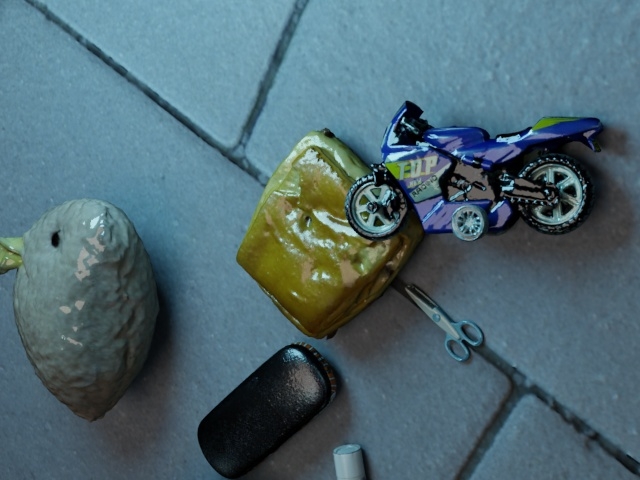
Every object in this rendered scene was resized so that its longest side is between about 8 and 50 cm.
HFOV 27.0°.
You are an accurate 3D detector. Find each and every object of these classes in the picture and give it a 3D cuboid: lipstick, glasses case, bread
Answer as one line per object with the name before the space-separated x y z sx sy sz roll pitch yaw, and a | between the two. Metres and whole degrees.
lipstick | 0.046 0.350 1.812 0.040 0.040 0.141 -3 100 36
glasses case | -0.078 0.239 1.853 0.266 0.067 0.103 -43 78 35
bread | 0.000 0.000 1.712 0.210 0.099 0.235 47 124 16

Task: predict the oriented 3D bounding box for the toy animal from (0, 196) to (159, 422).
toy animal | -0.342 0.093 1.928 0.226 0.188 0.359 26 118 39

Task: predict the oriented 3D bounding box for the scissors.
scissors | 0.151 0.099 1.684 0.119 0.014 0.058 44 122 14

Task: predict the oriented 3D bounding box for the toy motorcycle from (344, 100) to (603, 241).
toy motorcycle | 0.172 -0.085 1.555 0.315 0.113 0.169 -3 91 23
